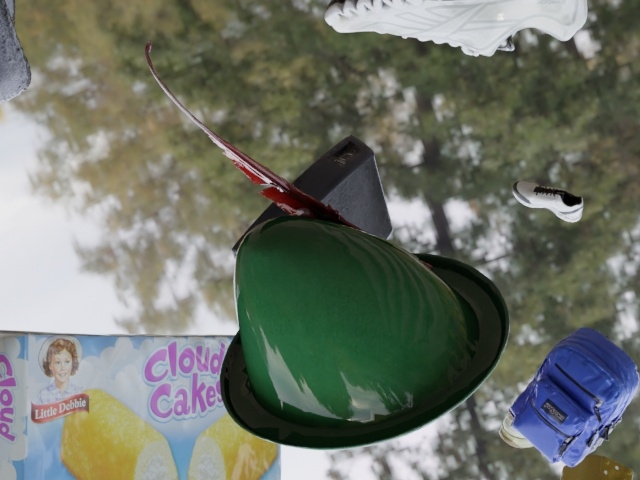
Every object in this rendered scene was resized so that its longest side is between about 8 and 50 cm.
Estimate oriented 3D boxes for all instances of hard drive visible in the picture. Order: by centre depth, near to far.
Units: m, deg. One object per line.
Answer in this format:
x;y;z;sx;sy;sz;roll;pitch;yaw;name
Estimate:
0.000;0.000;1.671;0.054;0.172;0.254;14;-135;36;hard drive

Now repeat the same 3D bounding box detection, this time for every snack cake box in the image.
-0.141;0.141;0.957;0.089;0.152;0.264;-2;175;37;snack cake box

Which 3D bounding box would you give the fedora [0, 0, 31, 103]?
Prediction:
-0.358;-0.212;1.234;0.152;0.334;0.334;-10;-165;-8;fedora

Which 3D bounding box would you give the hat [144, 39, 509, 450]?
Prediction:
-0.012;-0.004;0.758;0.208;0.183;0.173;-3;-143;25;hat

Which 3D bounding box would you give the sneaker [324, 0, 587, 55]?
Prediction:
0.136;-0.240;1.367;0.292;0.118;0.110;-4;-147;33;sneaker

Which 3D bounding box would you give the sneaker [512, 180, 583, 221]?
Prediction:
0.334;-0.066;1.926;0.109;0.044;0.040;20;-120;7;sneaker

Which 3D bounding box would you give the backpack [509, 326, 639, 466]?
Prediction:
0.253;0.156;1.304;0.101;0.098;0.120;-31;156;-54;backpack

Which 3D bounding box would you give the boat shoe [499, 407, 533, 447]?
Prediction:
0.286;0.210;1.612;0.153;0.048;0.056;-9;-144;-28;boat shoe

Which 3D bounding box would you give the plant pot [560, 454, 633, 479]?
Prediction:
0.373;0.332;1.758;0.083;0.081;0.081;-56;-170;49;plant pot
